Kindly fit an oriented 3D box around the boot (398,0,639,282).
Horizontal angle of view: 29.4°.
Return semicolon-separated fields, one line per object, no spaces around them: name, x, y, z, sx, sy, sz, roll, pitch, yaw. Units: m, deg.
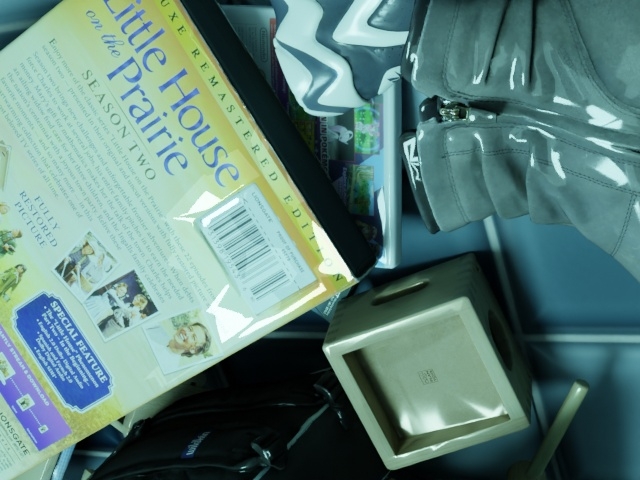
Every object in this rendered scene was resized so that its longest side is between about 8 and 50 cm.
boot;0.177;-0.024;0.831;0.222;0.118;0.338;-7;106;12

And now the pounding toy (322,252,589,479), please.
pounding toy;0.132;0.121;1.009;0.181;0.094;0.206;-21;109;19

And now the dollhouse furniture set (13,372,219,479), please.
dollhouse furniture set;-0.228;0.235;1.318;0.303;0.198;0.286;22;93;48

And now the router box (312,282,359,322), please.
router box;0.000;0.000;1.041;0.092;0.038;0.122;33;132;8

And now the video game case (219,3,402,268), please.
video game case;-0.022;-0.085;0.972;0.183;0.023;0.201;7;108;25

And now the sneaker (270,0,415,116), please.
sneaker;0.021;-0.218;0.854;0.153;0.094;0.235;-21;88;19

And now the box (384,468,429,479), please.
box;0.074;0.327;1.205;0.183;0.059;0.233;19;128;20

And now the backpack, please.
backpack;-0.078;0.225;1.055;0.253;0.225;0.191;-8;112;37

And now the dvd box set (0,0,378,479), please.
dvd box set;-0.202;-0.007;1.011;0.420;0.062;0.308;-32;93;26
